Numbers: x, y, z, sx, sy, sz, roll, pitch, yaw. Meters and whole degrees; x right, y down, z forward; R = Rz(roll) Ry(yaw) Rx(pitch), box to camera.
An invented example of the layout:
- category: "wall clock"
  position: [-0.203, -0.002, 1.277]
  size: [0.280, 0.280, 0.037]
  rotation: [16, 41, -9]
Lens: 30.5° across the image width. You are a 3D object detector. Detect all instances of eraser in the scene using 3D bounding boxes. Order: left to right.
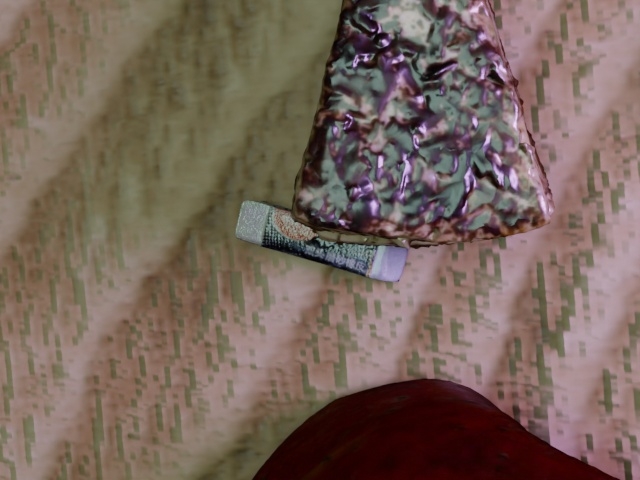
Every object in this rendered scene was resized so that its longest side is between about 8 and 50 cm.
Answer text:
- category: "eraser"
  position: [0.000, 0.000, 0.672]
  size: [0.099, 0.019, 0.027]
  rotation: [17, 97, 13]

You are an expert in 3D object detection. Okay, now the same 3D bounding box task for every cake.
- category: "cake"
  position: [0.073, -0.111, 0.603]
  size: [0.135, 0.112, 0.246]
  rotation: [12, 89, 2]

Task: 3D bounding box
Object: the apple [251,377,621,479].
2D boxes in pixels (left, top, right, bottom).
- category: "apple"
  position: [0.081, 0.271, 0.619]
  size: [0.365, 0.295, 0.329]
  rotation: [-57, 43, 9]
